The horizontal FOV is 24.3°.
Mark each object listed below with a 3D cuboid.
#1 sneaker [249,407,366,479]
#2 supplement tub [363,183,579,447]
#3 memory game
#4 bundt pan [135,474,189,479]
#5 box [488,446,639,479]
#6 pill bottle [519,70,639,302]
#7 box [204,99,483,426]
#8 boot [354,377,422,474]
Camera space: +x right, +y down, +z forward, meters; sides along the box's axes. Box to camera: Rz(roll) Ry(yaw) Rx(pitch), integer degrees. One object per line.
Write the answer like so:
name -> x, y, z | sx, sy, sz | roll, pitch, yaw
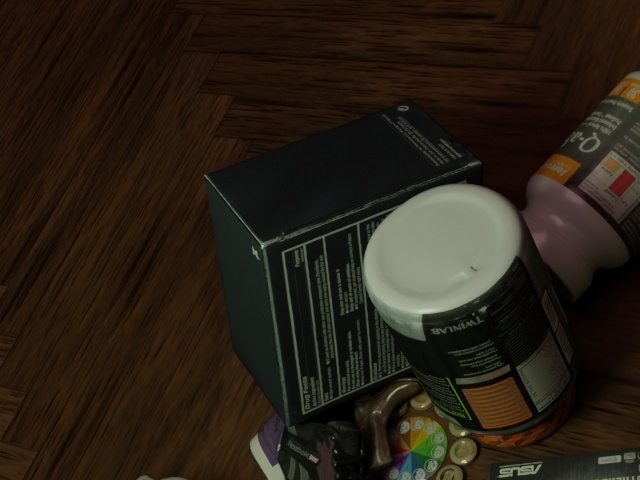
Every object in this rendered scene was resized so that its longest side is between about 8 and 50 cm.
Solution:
sneaker -> 0.010, 0.289, 1.820 | 0.124, 0.107, 0.283 | -57, 43, 17
supplement tub -> 0.187, 0.098, 1.728 | 0.193, 0.316, 0.193 | -14, 48, 16
memory game -> 0.114, 0.262, 1.869 | 0.186, 0.012, 0.186 | -17, 49, 21
bundt pan -> -0.212, 0.465, 1.839 | 0.331, 0.124, 0.331 | -17, 49, 21
box -> 0.299, 0.331, 1.667 | 0.231, 0.056, 0.183 | -10, 51, 26
pill bottle -> 0.361, -0.066, 1.864 | 0.278, 0.162, 0.162 | -46, 45, -8
box -> 0.035, 0.024, 1.838 | 0.294, 0.296, 0.183 | -22, 40, -19
boot -> 0.086, 0.237, 1.870 | 0.106, 0.037, 0.114 | -28, 41, 29
